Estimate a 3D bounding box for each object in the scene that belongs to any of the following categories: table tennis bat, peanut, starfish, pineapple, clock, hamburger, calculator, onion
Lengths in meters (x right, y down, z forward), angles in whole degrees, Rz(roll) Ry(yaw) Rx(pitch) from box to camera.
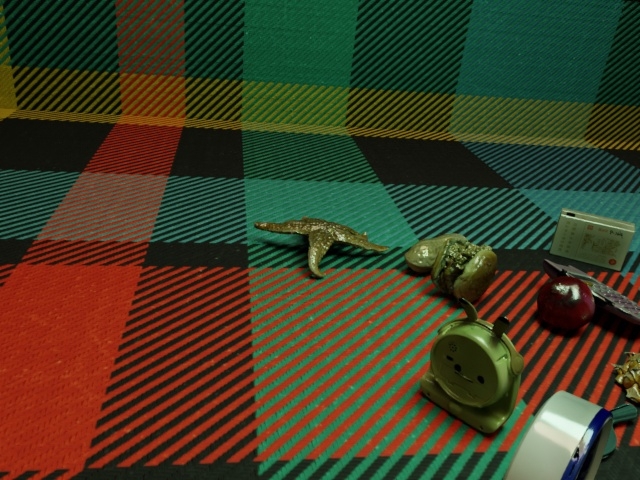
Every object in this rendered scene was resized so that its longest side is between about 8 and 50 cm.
[{"bbox_3d":[0.497,0.334,1.039,0.201,0.033,0.124,-9,31,-23],"label":"table tennis bat"},{"bbox_3d":[0.318,0.037,1.553,0.215,0.090,0.098,-11,60,-28],"label":"peanut"},{"bbox_3d":[0.001,-0.009,1.577,0.376,0.094,0.327,14,25,6],"label":"starfish"},{"bbox_3d":[0.707,0.282,1.140,0.225,0.076,0.224,4,24,-2],"label":"pineapple"},{"bbox_3d":[0.321,0.326,0.790,0.083,0.230,0.231,21,30,34],"label":"clock"},{"bbox_3d":[0.366,0.080,1.414,0.131,0.159,0.185,23,4,39],"label":"hamburger"},{"bbox_3d":[0.702,0.138,1.423,0.194,0.043,0.294,12,19,-40],"label":"calculator"},{"bbox_3d":[0.573,0.145,1.339,0.131,0.131,0.131,5,26,-2],"label":"onion"},{"bbox_3d":[0.271,0.210,1.016,0.069,0.231,0.170,-19,34,-42],"label":"clock"}]

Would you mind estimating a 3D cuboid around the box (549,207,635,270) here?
[{"bbox_3d":[0.791,-0.004,1.674,0.201,0.140,0.058,15,32,21],"label":"box"}]
